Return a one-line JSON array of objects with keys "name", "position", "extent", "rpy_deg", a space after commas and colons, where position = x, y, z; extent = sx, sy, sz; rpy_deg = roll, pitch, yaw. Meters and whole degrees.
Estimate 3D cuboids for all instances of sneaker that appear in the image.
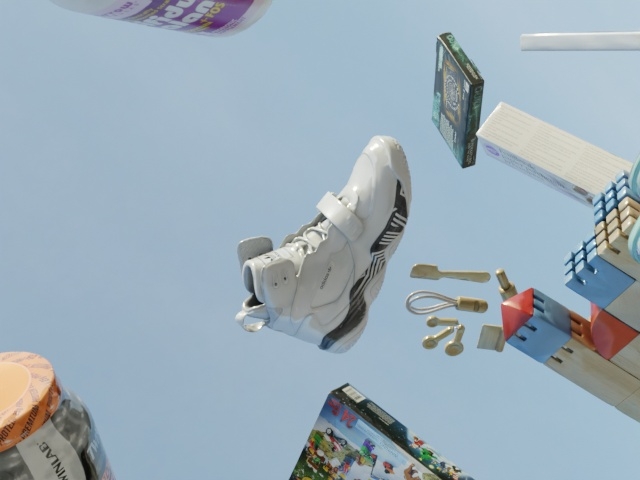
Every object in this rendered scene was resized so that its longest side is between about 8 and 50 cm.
[{"name": "sneaker", "position": [0.000, 0.000, 1.542], "extent": [0.210, 0.137, 0.365], "rpy_deg": [10, -74, -28]}]

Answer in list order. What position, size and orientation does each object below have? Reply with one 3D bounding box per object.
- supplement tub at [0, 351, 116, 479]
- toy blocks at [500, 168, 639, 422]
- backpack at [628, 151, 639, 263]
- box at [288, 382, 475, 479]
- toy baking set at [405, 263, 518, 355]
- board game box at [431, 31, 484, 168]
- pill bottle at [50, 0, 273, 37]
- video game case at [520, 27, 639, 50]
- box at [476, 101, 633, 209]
[{"name": "supplement tub", "position": [-0.328, 0.296, 1.121], "extent": [0.193, 0.194, 0.315], "rpy_deg": [-45, -46, -44]}, {"name": "toy blocks", "position": [0.363, 0.042, 0.998], "extent": [0.261, 0.381, 0.190], "rpy_deg": [32, -144, -10]}, {"name": "backpack", "position": [0.331, -0.035, 0.779], "extent": [0.166, 0.144, 0.188], "rpy_deg": [-3, -56, -34]}, {"name": "box", "position": [0.080, 0.301, 1.168], "extent": [0.233, 0.159, 0.044], "rpy_deg": [35, -153, 24]}, {"name": "toy baking set", "position": [0.259, 0.124, 1.746], "extent": [0.030, 0.197, 0.256], "rpy_deg": [-98, -13, -52]}, {"name": "board game box", "position": [0.217, -0.222, 1.576], "extent": [0.026, 0.186, 0.126], "rpy_deg": [-17, -127, -11]}, {"name": "pill bottle", "position": [-0.186, -0.299, 0.973], "extent": [0.302, 0.169, 0.169], "rpy_deg": [-4, -100, -54]}, {"name": "video game case", "position": [0.444, -0.277, 1.354], "extent": [0.285, 0.204, 0.025], "rpy_deg": [-12, -74, -38]}, {"name": "box", "position": [0.358, -0.090, 1.330], "extent": [0.067, 0.324, 0.063], "rpy_deg": [-53, -36, -6]}]
